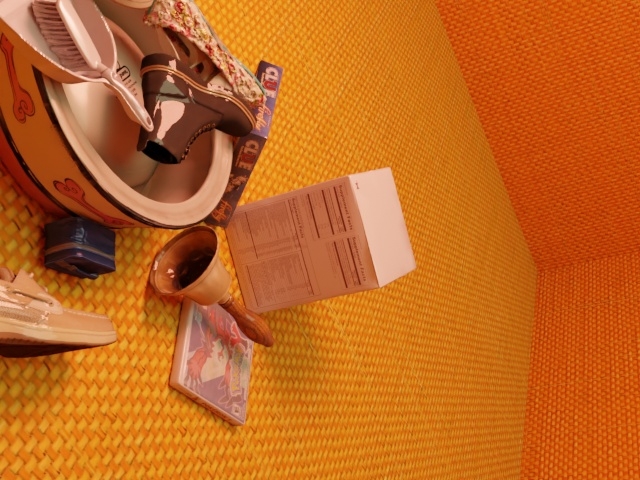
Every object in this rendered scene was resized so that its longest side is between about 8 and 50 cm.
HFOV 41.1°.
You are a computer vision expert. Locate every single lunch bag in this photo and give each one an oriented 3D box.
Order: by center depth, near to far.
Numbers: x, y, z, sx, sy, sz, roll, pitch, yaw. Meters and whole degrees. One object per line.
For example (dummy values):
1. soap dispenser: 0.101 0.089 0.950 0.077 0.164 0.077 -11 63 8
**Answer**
1. lunch bag: -0.313 0.016 1.118 0.098 0.067 0.065 30 51 -58

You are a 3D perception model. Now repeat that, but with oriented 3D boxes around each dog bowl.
1. dog bowl: -0.293 -0.198 1.174 0.408 0.150 0.408 37 46 -52

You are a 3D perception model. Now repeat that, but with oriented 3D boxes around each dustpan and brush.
1. dustpan and brush: -0.268 -0.210 0.987 0.211 0.060 0.147 62 30 -26

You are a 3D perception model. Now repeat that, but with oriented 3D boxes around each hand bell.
1. hand bell: -0.143 0.097 1.343 0.242 0.126 0.126 49 37 -40

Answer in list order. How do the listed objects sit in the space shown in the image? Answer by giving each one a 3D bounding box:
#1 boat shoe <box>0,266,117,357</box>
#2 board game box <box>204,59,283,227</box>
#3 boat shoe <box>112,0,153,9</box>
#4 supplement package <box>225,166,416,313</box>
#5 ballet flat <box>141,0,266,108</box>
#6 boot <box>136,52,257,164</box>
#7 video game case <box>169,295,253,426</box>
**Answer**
1. boat shoe: -0.352 0.076 0.971 0.302 0.109 0.098 16 64 -55
2. board game box: -0.129 -0.155 1.415 0.042 0.243 0.165 18 51 -12
3. boat shoe: -0.285 -0.410 1.036 0.285 0.092 0.102 55 34 11
4. supplement package: 0.000 0.000 1.536 0.199 0.262 0.198 -19 94 -64
5. ballet flat: -0.170 -0.256 1.211 0.077 0.091 0.241 -56 130 -18
6. boot: -0.171 -0.146 1.155 0.197 0.076 0.137 24 60 -43
7. video game case: -0.168 0.175 1.385 0.183 0.023 0.201 46 39 -46
